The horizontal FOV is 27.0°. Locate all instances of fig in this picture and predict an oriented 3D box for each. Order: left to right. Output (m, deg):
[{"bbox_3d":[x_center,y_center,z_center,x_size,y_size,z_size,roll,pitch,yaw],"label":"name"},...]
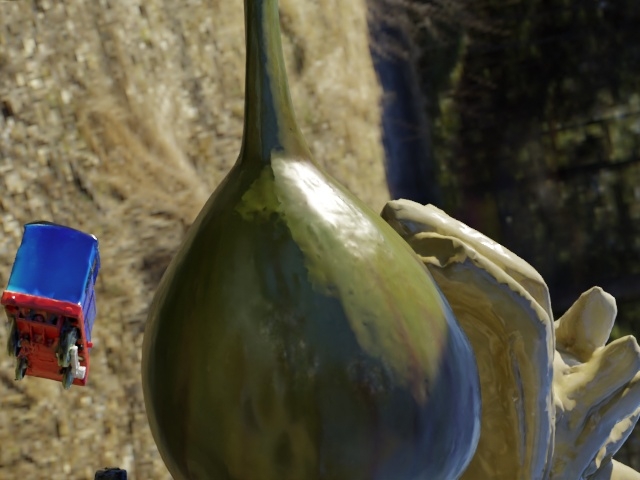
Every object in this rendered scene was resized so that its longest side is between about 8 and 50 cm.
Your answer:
[{"bbox_3d":[0.000,0.000,0.562,0.151,0.151,0.259,-32,126,-68],"label":"fig"}]

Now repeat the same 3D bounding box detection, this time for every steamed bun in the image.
[{"bbox_3d":[0.134,0.169,1.053,0.189,0.247,0.428,-35,138,-53],"label":"steamed bun"}]

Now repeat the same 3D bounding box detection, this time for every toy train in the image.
[{"bbox_3d":[-0.279,0.077,1.395,0.204,0.082,0.131,108,-8,-66],"label":"toy train"}]

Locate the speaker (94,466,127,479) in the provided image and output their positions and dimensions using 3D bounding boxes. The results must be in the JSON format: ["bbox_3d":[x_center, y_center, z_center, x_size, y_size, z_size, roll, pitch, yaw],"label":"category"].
[{"bbox_3d":[-0.165,0.358,1.291,0.232,0.184,0.254,13,79,-77],"label":"speaker"}]
